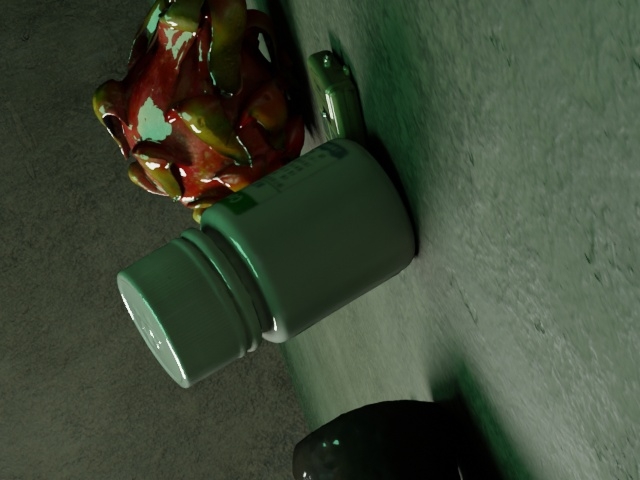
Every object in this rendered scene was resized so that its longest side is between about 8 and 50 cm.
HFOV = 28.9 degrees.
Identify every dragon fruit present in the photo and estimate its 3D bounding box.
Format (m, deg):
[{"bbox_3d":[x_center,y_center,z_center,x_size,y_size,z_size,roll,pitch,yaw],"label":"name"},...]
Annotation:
[{"bbox_3d":[-0.120,-0.162,1.407,0.307,0.243,0.227,-42,36,43],"label":"dragon fruit"}]

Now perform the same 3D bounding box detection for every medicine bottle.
[{"bbox_3d":[-0.047,0.021,1.081,0.139,0.237,0.139,51,162,24],"label":"medicine bottle"}]

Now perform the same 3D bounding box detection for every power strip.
[{"bbox_3d":[0.020,-0.104,1.157,0.076,0.028,0.169,-117,10,-51],"label":"power strip"}]

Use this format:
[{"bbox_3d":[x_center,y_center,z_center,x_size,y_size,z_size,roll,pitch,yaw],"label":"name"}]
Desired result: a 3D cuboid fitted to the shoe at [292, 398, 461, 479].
[{"bbox_3d":[0.081,0.261,1.124,0.384,0.171,0.237,-98,-16,-88],"label":"shoe"}]
